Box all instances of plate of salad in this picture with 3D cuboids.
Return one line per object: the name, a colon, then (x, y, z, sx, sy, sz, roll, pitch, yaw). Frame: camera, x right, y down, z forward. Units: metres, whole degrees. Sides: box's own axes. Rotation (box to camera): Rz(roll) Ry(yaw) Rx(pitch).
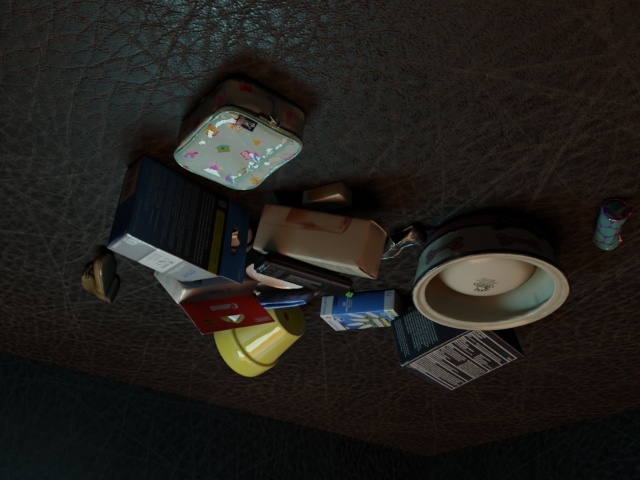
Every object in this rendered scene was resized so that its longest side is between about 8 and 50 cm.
plate of salad: (-0.102, 0.085, 1.867, 0.199, 0.048, 0.200, 5, 157, 2)

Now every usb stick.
usb stick: (-0.040, 0.091, 1.776, 0.278, 0.045, 0.077, 18, 145, -32)

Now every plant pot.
plant pot: (-0.190, 0.299, 2.333, 0.239, 0.254, 0.254, -32, 134, 28)

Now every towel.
towel: (-0.079, 0.151, 2.057, 0.209, 0.034, 0.285, -8, -170, 23)

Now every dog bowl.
dog bowl: (0.447, 0.085, 1.852, 0.407, 0.150, 0.408, 2, 146, 1)

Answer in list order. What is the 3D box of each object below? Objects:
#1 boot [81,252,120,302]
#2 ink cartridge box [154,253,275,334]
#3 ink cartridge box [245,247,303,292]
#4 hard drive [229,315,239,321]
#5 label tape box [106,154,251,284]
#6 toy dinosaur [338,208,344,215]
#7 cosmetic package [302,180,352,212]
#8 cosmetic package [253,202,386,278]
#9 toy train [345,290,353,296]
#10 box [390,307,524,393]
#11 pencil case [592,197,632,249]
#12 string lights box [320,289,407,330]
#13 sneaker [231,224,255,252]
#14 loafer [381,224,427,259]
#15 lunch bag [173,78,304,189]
boot: (-0.734, 0.119, 2.259, 0.115, 0.112, 0.305, 21, 152, -4)
ink cartridge box: (-0.271, 0.135, 1.849, 0.275, 0.239, 0.060, -3, 129, -50)
ink cartridge box: (-0.133, 0.080, 2.022, 0.175, 0.128, 0.072, -6, 149, 22)
hard drive: (-0.377, 0.119, 2.012, 0.353, 0.047, 0.233, 34, 173, 0)
label tape box: (-0.349, -0.030, 1.751, 0.333, 0.241, 0.106, 29, 138, -33)
toy dinosaur: (0.062, -0.006, 1.902, 0.118, 0.064, 0.268, 18, 146, -7)
cosmetic package: (0.017, -0.107, 1.744, 0.115, 0.041, 0.060, -12, 147, 30)
cosmetic package: (0.000, 0.000, 1.755, 0.296, 0.129, 0.153, 11, 170, 23)
toy train: (0.070, 0.163, 2.235, 0.083, 0.017, 0.024, 23, 119, -26)
box: (0.435, 0.312, 2.192, 0.294, 0.183, 0.296, -32, 136, 24)
pencil case: (0.714, -0.039, 1.692, 0.070, 0.065, 0.152, 14, 155, 20)
string lights box: (0.146, 0.233, 2.287, 0.259, 0.077, 0.133, -8, 148, 25)
sneaker: (-0.303, -0.022, 1.942, 0.235, 0.090, 0.095, -4, 137, 11)
loafer: (0.207, 0.001, 1.886, 0.170, 0.062, 0.061, -27, 129, 31)
lunch bag: (-0.173, -0.222, 1.512, 0.224, 0.108, 0.279, 26, 146, -30)
